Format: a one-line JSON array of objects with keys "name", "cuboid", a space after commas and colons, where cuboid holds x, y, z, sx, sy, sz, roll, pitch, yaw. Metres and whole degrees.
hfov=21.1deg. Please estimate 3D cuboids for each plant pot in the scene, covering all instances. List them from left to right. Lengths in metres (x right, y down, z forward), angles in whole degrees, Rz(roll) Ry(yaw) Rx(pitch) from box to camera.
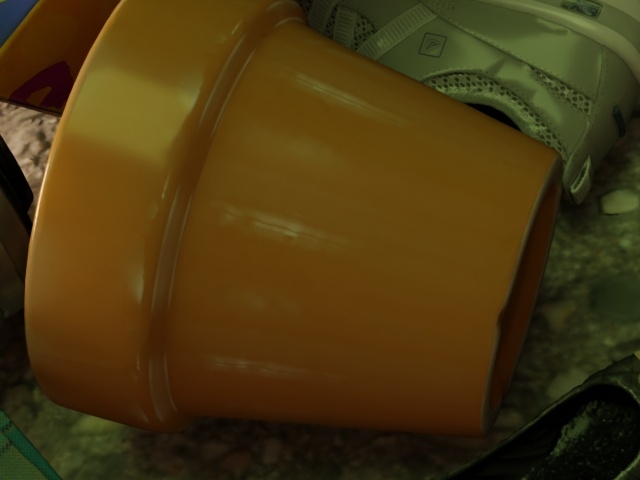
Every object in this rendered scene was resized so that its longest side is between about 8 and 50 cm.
[{"name": "plant pot", "cuboid": [0.000, 0.000, 0.754, 0.188, 0.205, 0.205, 15, 56, 12]}]

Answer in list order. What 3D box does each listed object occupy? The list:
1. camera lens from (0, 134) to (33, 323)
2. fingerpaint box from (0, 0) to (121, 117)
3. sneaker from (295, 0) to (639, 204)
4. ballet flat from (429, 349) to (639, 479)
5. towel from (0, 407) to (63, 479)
[{"name": "camera lens", "cuboid": [-0.290, 0.007, 0.827, 0.274, 0.219, 0.219, -39, 48, -14]}, {"name": "fingerpaint box", "cuboid": [-0.132, -0.340, 0.858, 0.371, 0.163, 0.445, -48, 66, 16]}, {"name": "sneaker", "cuboid": [0.025, -0.085, 0.868, 0.281, 0.105, 0.115, 8, 62, 31]}, {"name": "ballet flat", "cuboid": [0.094, 0.097, 0.716, 0.173, 0.049, 0.057, -34, 48, -10]}, {"name": "towel", "cuboid": [-0.252, 0.201, 0.669, 0.370, 0.040, 0.271, -41, 86, -15]}]
